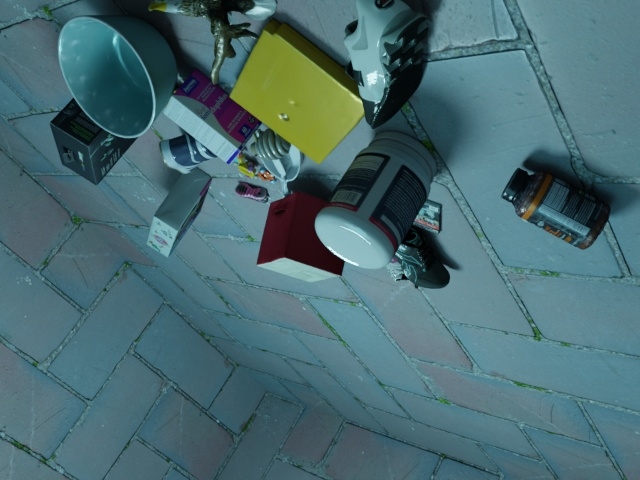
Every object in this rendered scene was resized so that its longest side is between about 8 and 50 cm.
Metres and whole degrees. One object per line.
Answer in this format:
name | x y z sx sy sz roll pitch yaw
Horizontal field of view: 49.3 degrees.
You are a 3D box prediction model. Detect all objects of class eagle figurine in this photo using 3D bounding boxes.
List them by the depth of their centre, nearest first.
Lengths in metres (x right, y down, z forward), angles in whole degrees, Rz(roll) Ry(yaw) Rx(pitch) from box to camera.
eagle figurine | -0.262 -0.509 1.410 0.226 0.225 0.298 -40 72 25

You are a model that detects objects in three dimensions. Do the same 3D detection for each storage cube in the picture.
storage cube | -0.041 -0.004 1.956 0.215 0.193 0.184 20 162 -26

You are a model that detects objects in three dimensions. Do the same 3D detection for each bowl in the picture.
bowl | -0.480 -0.429 1.732 0.312 0.163 0.311 20 133 23

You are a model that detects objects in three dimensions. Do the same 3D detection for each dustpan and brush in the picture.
dustpan and brush | -0.102 -0.192 1.901 0.147 0.060 0.211 19 152 28

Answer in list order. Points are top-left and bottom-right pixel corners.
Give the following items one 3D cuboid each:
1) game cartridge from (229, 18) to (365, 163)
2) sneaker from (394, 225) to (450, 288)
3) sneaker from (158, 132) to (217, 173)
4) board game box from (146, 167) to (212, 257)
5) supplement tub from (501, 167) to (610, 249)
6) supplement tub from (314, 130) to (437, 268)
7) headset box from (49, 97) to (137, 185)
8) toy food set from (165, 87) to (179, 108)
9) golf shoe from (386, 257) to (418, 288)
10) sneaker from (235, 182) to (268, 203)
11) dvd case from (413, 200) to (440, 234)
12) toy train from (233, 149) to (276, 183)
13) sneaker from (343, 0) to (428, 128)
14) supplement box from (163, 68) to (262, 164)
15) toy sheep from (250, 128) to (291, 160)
game cartridge | -0.048 -0.332 1.600 0.285 0.052 0.324 37 153 -8
sneaker | 0.251 0.037 1.853 0.267 0.101 0.106 39 156 -14
sneaker | -0.352 -0.262 2.015 0.282 0.153 0.099 -46 -62 -84
board game box | -0.476 -0.094 2.338 0.098 0.224 0.303 33 156 -6
supplement tub | 0.466 -0.070 1.396 0.198 0.106 0.106 29 155 9
supplement tub | 0.128 -0.090 1.559 0.191 0.272 0.191 27 155 14
headset box | -0.638 -0.329 2.021 0.131 0.283 0.246 32 156 2
toy food set | -0.387 -0.382 1.931 0.192 0.038 0.132 30 163 -21
golf shoe | 0.216 0.069 1.979 0.186 0.086 0.067 24 156 22
sneaker | -0.211 -0.142 2.155 0.119 0.047 0.057 20 164 29
dvd case | 0.262 -0.065 1.760 0.087 0.013 0.119 22 155 22
toy train | -0.197 -0.226 1.976 0.166 0.046 0.125 42 153 -27
sneaker | 0.111 -0.346 1.323 0.146 0.122 0.330 45 160 17
supplement box | -0.281 -0.320 1.817 0.220 0.111 0.114 37 155 -11
toy sheep | -0.121 -0.249 1.785 0.132 0.091 0.091 -10 136 27
